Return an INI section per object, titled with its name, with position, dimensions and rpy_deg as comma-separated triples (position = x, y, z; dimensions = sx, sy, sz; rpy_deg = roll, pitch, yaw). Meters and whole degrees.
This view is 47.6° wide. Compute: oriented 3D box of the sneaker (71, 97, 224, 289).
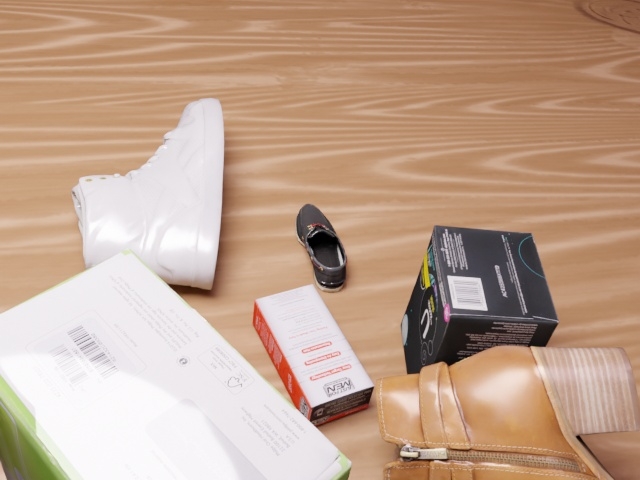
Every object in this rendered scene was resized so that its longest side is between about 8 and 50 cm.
[sneaker]
position = -0.202, -0.075, 0.852
dimensions = 0.169, 0.108, 0.292
rpy_deg = 5, 46, -10

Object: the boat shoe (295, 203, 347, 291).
[boat shoe]
position = 0.002, 0.000, 0.864
dimensions = 0.049, 0.042, 0.133
rpy_deg = -6, 45, -14

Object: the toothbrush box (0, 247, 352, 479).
[toothbrush box]
position = -0.111, 0.181, 0.486
dimensions = 0.122, 0.283, 0.206
rpy_deg = -32, 59, -34

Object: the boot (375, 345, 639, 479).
[boot]
position = 0.163, 0.232, 0.609
dimensions = 0.220, 0.109, 0.283
rpy_deg = -9, 84, 11

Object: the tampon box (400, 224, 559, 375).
[tampon box]
position = 0.148, 0.084, 0.720
dimensions = 0.102, 0.161, 0.120
rpy_deg = 5, 43, -6

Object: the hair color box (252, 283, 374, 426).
[hair color box]
position = -0.011, 0.115, 0.743
dimensions = 0.072, 0.043, 0.141
rpy_deg = -13, 48, -23
